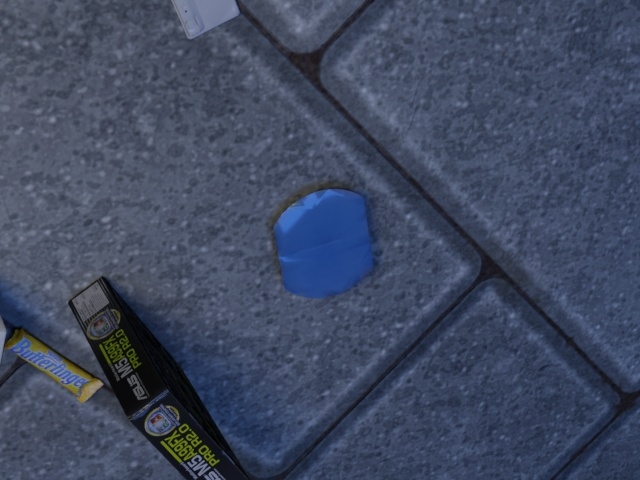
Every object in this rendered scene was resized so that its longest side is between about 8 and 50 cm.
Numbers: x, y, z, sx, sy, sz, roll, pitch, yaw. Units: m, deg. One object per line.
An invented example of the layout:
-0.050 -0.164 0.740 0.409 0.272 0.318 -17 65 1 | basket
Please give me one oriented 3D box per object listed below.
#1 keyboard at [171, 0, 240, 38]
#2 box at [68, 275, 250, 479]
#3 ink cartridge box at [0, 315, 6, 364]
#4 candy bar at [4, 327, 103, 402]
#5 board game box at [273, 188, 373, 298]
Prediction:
-0.166 -0.353 1.366 0.072 0.014 0.256 -32 129 -13 | keyboard
-0.206 0.193 1.514 0.060 0.270 0.216 -36 130 -5 | box
-0.537 0.082 1.338 0.332 0.165 0.065 4 118 -29 | ink cartridge box
-0.356 0.165 1.579 0.040 0.018 0.161 -44 130 2 | candy bar
0.000 0.000 1.658 0.133 0.033 0.169 -17 120 -12 | board game box
